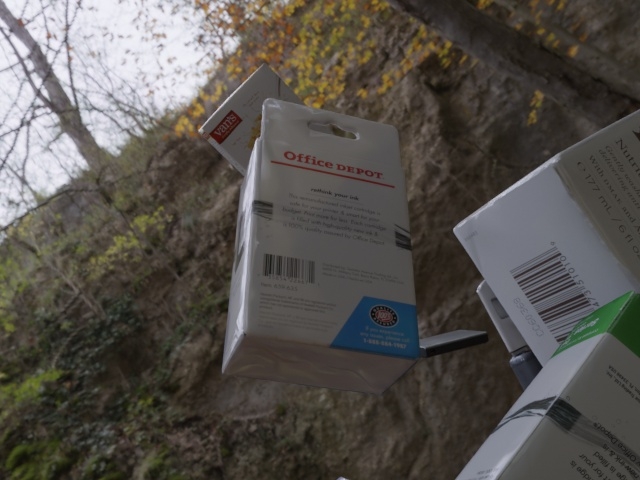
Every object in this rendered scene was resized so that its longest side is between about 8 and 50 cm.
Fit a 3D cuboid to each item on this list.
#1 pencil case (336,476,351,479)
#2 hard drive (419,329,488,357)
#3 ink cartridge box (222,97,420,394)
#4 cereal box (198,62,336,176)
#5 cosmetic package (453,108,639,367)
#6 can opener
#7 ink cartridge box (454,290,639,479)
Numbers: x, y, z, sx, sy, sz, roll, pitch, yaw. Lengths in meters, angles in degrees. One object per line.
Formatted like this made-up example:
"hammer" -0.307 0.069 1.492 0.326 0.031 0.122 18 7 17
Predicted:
"pencil case" -0.022 0.442 0.882 0.273 0.124 0.113 -40 -40 -20
"hard drive" 0.230 0.192 1.253 0.135 0.022 0.094 -9 -1 -22
"ink cartridge box" 0.000 0.000 0.435 0.104 0.180 0.060 11 -36 -13
"cereal box" -0.077 -0.178 1.233 0.173 0.240 0.047 -50 16 -14
"cosmetic package" 0.349 -0.023 0.684 0.385 0.217 0.156 -29 -8 -33
"can opener" 0.311 0.161 0.915 0.076 0.283 0.095 -15 -21 -33
"ink cartridge box" 0.203 0.164 0.465 0.208 0.153 0.087 -41 -10 -25
